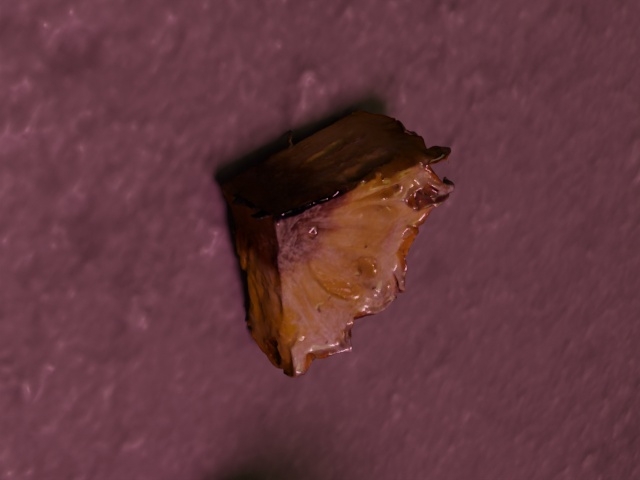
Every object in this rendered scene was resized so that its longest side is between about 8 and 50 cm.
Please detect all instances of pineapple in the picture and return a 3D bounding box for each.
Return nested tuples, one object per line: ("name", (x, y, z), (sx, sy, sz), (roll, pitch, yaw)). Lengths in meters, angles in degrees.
("pineapple", (0.000, 0.000, 0.630), (0.116, 0.069, 0.137), (21, 96, -46))
